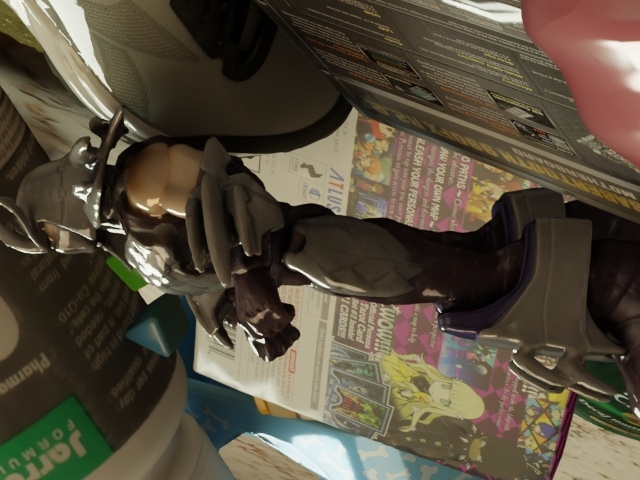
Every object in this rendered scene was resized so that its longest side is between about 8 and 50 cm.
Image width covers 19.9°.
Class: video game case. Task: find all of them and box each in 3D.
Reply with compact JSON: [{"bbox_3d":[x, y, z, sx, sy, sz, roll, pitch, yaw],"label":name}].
[{"bbox_3d":[0.038,0.013,0.926,0.210,0.042,0.232,19,135,14],"label":"video game case"}]

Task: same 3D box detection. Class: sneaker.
[{"bbox_3d":[-0.071,-0.113,0.741,0.108,0.100,0.271,-1,154,42],"label":"sneaker"}]

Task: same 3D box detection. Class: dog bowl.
[{"bbox_3d":[0.005,0.087,1.233,0.297,0.166,0.074,12,139,36],"label":"dog bowl"}]

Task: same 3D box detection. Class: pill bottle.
[{"bbox_3d":[-0.209,0.067,1.126,0.204,0.204,0.361,2,130,54],"label":"pill bottle"}]

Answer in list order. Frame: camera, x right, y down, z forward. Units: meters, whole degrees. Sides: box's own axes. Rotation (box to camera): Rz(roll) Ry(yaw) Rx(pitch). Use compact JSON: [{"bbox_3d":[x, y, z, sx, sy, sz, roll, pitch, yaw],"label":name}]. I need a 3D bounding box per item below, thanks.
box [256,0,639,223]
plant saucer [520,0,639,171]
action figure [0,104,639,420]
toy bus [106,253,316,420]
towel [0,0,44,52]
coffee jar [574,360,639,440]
[{"bbox_3d":[0.077,-0.075,0.666,0.231,0.056,0.183,24,170,36],"label":"box"},{"bbox_3d":[0.205,-0.026,0.368,0.332,0.084,0.332,1,-174,0],"label":"plant saucer"},{"bbox_3d":[0.000,0.008,0.766,0.285,0.099,0.185,8,179,0],"label":"action figure"},{"bbox_3d":[-0.002,0.009,1.052,0.191,0.104,0.202,37,134,-5],"label":"toy bus"},{"bbox_3d":[-0.164,-0.134,0.938,0.148,0.027,0.110,25,166,-16],"label":"towel"},{"bbox_3d":[0.194,0.060,1.001,0.096,0.079,0.184,23,165,-3],"label":"coffee jar"}]
